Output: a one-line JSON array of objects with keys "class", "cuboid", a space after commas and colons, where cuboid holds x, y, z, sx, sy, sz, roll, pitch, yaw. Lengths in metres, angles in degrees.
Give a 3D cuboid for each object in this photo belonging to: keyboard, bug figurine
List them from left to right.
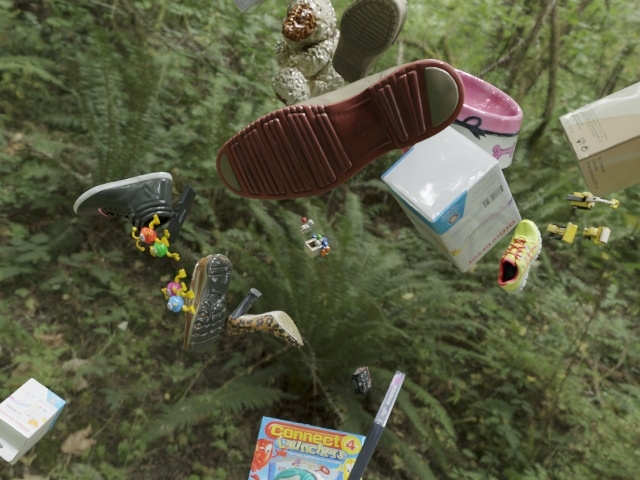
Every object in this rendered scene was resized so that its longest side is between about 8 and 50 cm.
[{"class": "bug figurine", "cuboid": [-0.413, 0.076, 1.732, 0.072, 0.278, 0.216, -22, -1, -5]}, {"class": "keyboard", "cuboid": [-0.428, -0.082, 1.954, 0.023, 0.180, 0.108, 19, -11, 7]}]

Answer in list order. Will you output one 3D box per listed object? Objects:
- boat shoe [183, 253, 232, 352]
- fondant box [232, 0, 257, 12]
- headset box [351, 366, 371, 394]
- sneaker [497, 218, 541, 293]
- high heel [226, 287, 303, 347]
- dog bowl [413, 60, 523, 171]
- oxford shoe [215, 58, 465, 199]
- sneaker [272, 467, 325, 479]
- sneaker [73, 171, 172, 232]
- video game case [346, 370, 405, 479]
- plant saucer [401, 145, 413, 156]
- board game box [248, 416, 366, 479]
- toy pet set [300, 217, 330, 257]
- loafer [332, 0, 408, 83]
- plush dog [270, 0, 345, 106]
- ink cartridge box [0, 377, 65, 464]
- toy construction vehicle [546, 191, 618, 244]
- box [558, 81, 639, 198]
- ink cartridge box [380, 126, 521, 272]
[{"class": "boat shoe", "cuboid": [-0.378, 0.202, 2.102, 0.120, 0.323, 0.123, 2, -18, 42]}, {"class": "fondant box", "cuboid": [-0.083, -0.702, 1.606, 0.096, 0.330, 0.238, 51, 12, -16]}, {"class": "headset box", "cuboid": [0.125, 0.420, 1.955, 0.032, 0.062, 0.083, -11, 3, 21]}, {"class": "sneaker", "cuboid": [0.532, 0.042, 1.754, 0.082, 0.208, 0.094, 15, 1, 42]}, {"class": "high heel", "cuboid": [-0.187, 0.307, 2.140, 0.261, 0.186, 0.093, 42, 18, 17]}, {"class": "dog bowl", "cuboid": [0.377, -0.359, 1.809, 0.408, 0.150, 0.408, 16, 32, -10]}, {"class": "oxford shoe", "cuboid": [0.026, -0.149, 0.893, 0.349, 0.122, 0.130, -16, 17, 14]}, {"class": "sneaker", "cuboid": [-0.056, 0.382, 0.933, 0.110, 0.107, 0.275, 34, -4, -1]}, {"class": "sneaker", "cuboid": [-0.546, -0.082, 1.807, 0.296, 0.146, 0.104, -15, -17, 6]}, {"class": "video game case", "cuboid": [0.103, 0.388, 1.281, 0.026, 0.196, 0.274, 25, 13, 12]}, {"class": "plant saucer", "cuboid": [0.337, -0.258, 2.123, 0.084, 0.332, 0.332, -24, 26, 5]}, {"class": "board game box", "cuboid": [-0.043, 0.659, 1.771, 0.309, 0.086, 0.301, 11, 43, 0]}, {"class": "toy pet set", "cuboid": [0.000, 0.000, 1.846, 0.065, 0.114, 0.122, -22, 54, -28]}, {"class": "loafer", "cuboid": [0.090, -0.381, 1.173, 0.102, 0.092, 0.268, 37, -18, -5]}, {"class": "plush dog", "cuboid": [-0.015, -0.452, 1.451, 0.211, 0.225, 0.262, -7, 41, 6]}, {"class": "ink cartridge box", "cuboid": [-0.607, 0.369, 1.311, 0.092, 0.090, 0.143, 36, 23, -1]}, {"class": "toy construction vehicle", "cuboid": [0.417, -0.036, 1.041, 0.035, 0.085, 0.098, 25, -3, -42]}, {"class": "box", "cuboid": [0.621, -0.211, 1.190, 0.148, 0.311, 0.121, 43, 31, -45]}, {"class": "ink cartridge box", "cuboid": [0.315, -0.097, 1.539, 0.197, 0.198, 0.270, 47, 0, 39]}]
